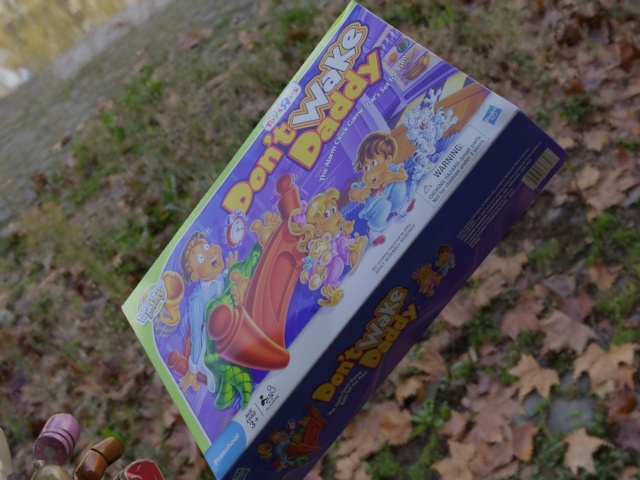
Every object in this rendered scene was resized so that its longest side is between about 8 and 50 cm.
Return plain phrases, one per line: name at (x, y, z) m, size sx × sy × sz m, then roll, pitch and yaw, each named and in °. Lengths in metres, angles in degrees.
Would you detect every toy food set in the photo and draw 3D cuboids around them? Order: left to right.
toy food set at (-0.119, 0.128, 0.504) m, size 0.019 × 0.122 × 0.078 m, roll -41°, pitch 51°, yaw 17°

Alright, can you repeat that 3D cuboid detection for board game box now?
board game box at (0.000, 0.000, 0.769) m, size 0.347 × 0.078 × 0.233 m, roll -52°, pitch 43°, yaw 9°
